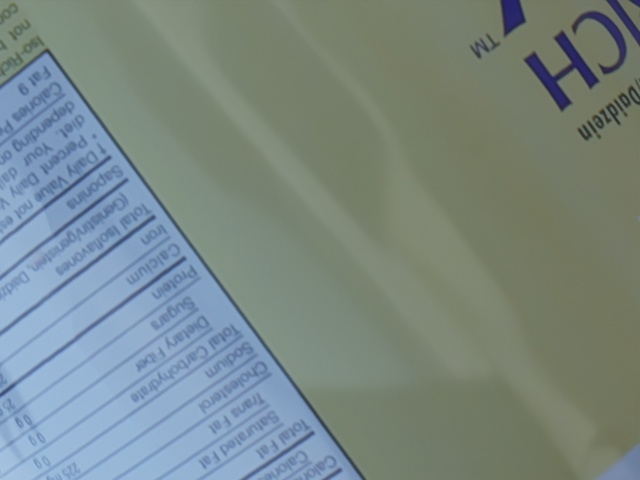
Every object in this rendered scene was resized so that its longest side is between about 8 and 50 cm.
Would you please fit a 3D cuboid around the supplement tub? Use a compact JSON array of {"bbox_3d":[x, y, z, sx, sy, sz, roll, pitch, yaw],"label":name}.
[{"bbox_3d":[0.000,0.000,0.433,0.241,0.331,0.241,-37,-178,1],"label":"supplement tub"}]
